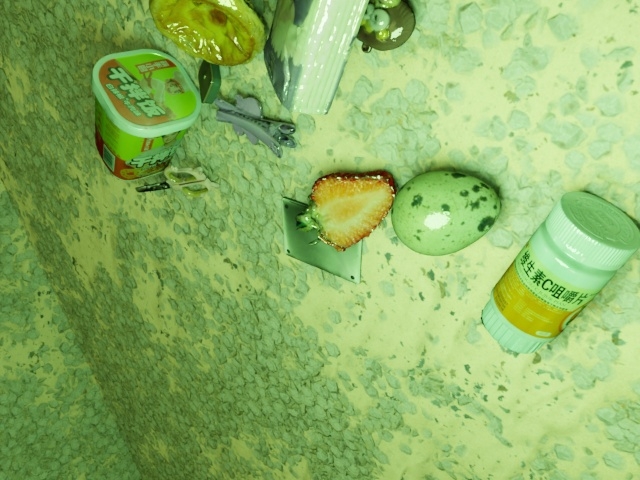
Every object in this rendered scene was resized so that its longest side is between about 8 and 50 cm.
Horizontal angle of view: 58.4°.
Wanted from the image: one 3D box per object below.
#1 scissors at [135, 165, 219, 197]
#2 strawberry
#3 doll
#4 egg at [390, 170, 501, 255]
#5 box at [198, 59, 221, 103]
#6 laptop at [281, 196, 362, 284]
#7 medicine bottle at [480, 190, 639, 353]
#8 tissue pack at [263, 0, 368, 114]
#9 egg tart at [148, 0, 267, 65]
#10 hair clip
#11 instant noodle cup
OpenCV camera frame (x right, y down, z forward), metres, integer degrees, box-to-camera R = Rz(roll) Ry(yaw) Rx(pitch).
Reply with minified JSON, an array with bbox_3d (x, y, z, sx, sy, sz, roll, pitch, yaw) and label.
[{"bbox_3d":[-0.462,-0.172,1.778,0.317,0.024,0.160,-6,147,31],"label":"scissors"},{"bbox_3d":[0.071,-0.087,1.385,0.286,0.106,0.188,-22,103,33],"label":"strawberry"},{"bbox_3d":[0.122,-0.465,1.124,0.145,0.096,0.188,14,112,29],"label":"doll"},{"bbox_3d":[0.257,-0.058,1.181,0.228,0.177,0.177,-8,109,27],"label":"egg"},{"bbox_3d":[-0.292,-0.427,1.508,0.091,0.031,0.126,-52,42,44],"label":"box"},{"bbox_3d":[0.000,0.000,1.553,0.269,0.015,0.188,21,126,31],"label":"laptop"},{"bbox_3d":[0.446,0.074,1.101,0.158,0.158,0.318,38,134,18],"label":"medicine bottle"},{"bbox_3d":[-0.009,-0.461,1.151,0.242,0.125,0.344,-109,31,-41],"label":"tissue pack"},{"bbox_3d":[-0.256,-0.533,1.347,0.294,0.116,0.295,15,162,5],"label":"egg tart"},{"bbox_3d":[-0.164,-0.294,1.485,0.278,0.090,0.137,37,147,31],"label":"hair clip"},{"bbox_3d":[-0.521,-0.340,1.649,0.294,0.293,0.308,51,143,6],"label":"instant noodle cup"}]
